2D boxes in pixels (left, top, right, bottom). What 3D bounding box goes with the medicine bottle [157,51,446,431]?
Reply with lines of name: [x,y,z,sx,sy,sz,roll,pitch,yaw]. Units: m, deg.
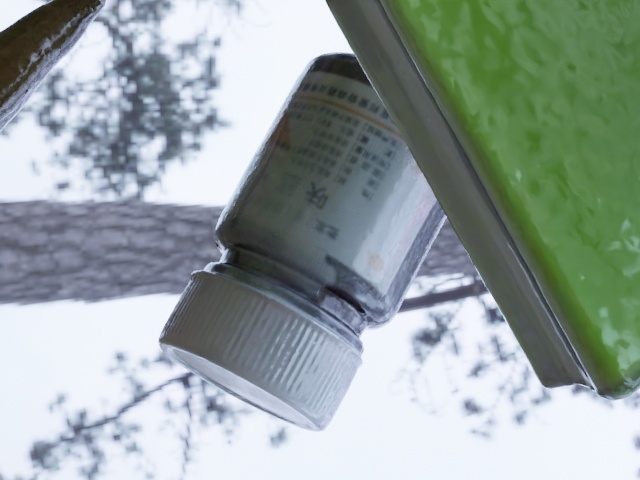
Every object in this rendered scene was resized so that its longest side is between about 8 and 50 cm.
medicine bottle: [0.000,0.000,1.179,0.165,0.165,0.273,17,-109,41]

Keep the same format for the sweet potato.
sweet potato: [-0.281,-0.133,1.239,0.243,0.077,0.077,-49,-123,-1]

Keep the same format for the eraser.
eraser: [0.156,-0.078,0.847,0.274,0.210,0.092,58,-20,-8]
